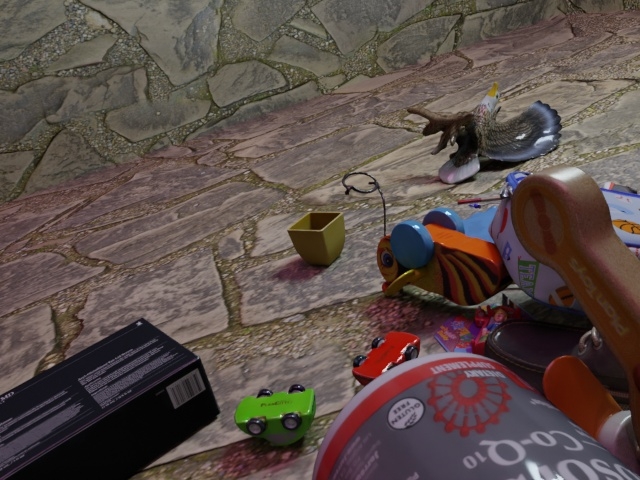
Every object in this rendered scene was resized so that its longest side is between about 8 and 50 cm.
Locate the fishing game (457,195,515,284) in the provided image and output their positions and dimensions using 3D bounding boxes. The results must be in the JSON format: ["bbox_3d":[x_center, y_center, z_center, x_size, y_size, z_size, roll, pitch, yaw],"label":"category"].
[{"bbox_3d":[0.298,0.001,1.021,0.189,0.041,0.264,-7,32,19],"label":"fishing game"}]

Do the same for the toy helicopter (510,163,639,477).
[{"bbox_3d":[0.252,0.097,0.453,0.140,0.235,0.355,-18,61,-18],"label":"toy helicopter"}]

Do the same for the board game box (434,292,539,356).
[{"bbox_3d":[0.229,0.116,0.802,0.133,0.033,0.169,-18,23,-8],"label":"board game box"}]

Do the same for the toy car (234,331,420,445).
[{"bbox_3d":[0.012,0.202,0.714,0.225,0.053,0.239,-10,23,12],"label":"toy car"}]

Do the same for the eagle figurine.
[{"bbox_3d":[0.391,-0.256,1.422,0.298,0.225,0.226,4,52,-40],"label":"eagle figurine"}]

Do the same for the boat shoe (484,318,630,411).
[{"bbox_3d":[0.326,0.123,0.602,0.355,0.130,0.132,10,33,45],"label":"boat shoe"}]

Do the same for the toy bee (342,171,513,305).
[{"bbox_3d":[0.157,0.025,0.927,0.195,0.162,0.298,-7,34,-20],"label":"toy bee"}]

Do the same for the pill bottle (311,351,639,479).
[{"bbox_3d":[0.143,0.236,0.354,0.210,0.210,0.363,-20,24,-12],"label":"pill bottle"}]

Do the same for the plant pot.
[{"bbox_3d":[0.000,0.000,1.142,0.081,0.083,0.081,2,28,36],"label":"plant pot"}]

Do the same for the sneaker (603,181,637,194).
[{"bbox_3d":[0.501,-0.059,1.008,0.065,0.061,0.158,5,30,26],"label":"sneaker"}]

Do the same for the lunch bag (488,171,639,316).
[{"bbox_3d":[0.365,0.001,0.761,0.303,0.115,0.243,12,27,-1],"label":"lunch bag"}]

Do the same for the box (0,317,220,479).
[{"bbox_3d":[-0.292,0.225,0.783,0.261,0.103,0.184,-30,30,-30],"label":"box"}]
